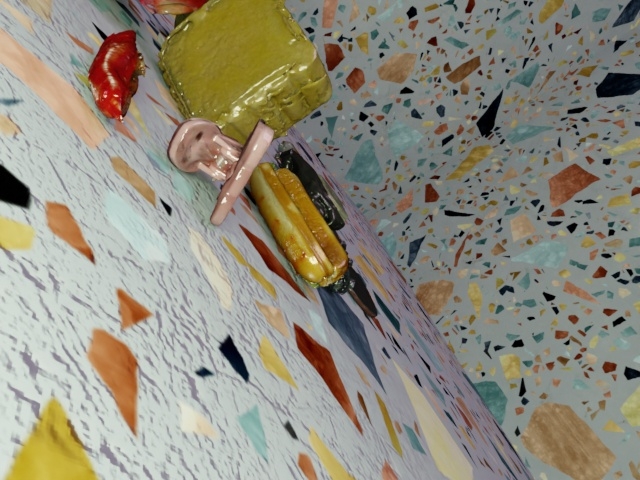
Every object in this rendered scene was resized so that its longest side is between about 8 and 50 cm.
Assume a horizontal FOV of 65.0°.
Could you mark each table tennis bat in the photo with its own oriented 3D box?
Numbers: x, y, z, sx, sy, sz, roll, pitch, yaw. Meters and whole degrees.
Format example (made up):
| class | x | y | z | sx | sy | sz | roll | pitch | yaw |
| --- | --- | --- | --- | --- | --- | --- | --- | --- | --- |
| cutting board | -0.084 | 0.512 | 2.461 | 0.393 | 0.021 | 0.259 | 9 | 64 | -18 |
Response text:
| class | x | y | z | sx | sy | sz | roll | pitch | yaw |
| --- | --- | --- | --- | --- | --- | --- | --- | --- | --- |
| table tennis bat | 0.058 | 0.056 | 1.151 | 0.173 | 0.022 | 0.301 | 47 | 12 | -36 |

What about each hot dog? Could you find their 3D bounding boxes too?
| class | x | y | z | sx | sy | sz | roll | pitch | yaw |
| --- | --- | --- | --- | --- | --- | --- | --- | --- | --- |
| hot dog | -0.045 | -0.029 | 0.774 | 0.104 | 0.076 | 0.250 | 10 | 37 | -50 |

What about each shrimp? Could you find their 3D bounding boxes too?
| class | x | y | z | sx | sy | sz | roll | pitch | yaw |
| --- | --- | --- | --- | --- | --- | --- | --- | --- | --- |
| shrimp | -0.099 | -0.237 | 1.419 | 0.161 | 0.049 | 0.166 | 59 | 17 | 22 |

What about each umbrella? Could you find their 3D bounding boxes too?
| class | x | y | z | sx | sy | sz | roll | pitch | yaw |
| --- | --- | --- | --- | --- | --- | --- | --- | --- | --- |
| umbrella | 0.002 | 0.001 | 0.925 | 0.224 | 0.071 | 0.080 | -125 | -159 | -43 |

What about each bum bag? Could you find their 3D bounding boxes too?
| class | x | y | z | sx | sy | sz | roll | pitch | yaw |
| --- | --- | --- | --- | --- | --- | --- | --- | --- | --- |
| bum bag | -0.031 | -0.122 | 1.211 | 0.142 | 0.080 | 0.326 | 57 | 2 | -36 |

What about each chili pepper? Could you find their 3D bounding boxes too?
| class | x | y | z | sx | sy | sz | roll | pitch | yaw |
| --- | --- | --- | --- | --- | --- | --- | --- | --- | --- |
| chili pepper | -0.211 | -0.176 | 0.524 | 0.050 | 0.059 | 0.268 | 9 | 32 | -19 |

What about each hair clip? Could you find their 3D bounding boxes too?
| class | x | y | z | sx | sy | sz | roll | pitch | yaw |
| --- | --- | --- | --- | --- | --- | --- | --- | --- | --- |
| hair clip | -0.095 | -0.082 | 0.578 | 0.102 | 0.123 | 0.138 | 36 | 6 | 18 |

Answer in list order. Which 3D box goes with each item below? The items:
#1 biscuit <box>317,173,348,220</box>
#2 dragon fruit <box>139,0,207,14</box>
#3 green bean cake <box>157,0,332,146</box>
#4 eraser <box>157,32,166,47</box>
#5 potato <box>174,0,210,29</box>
| class | x | y | z | sx | sy | sz | roll | pitch | yaw |
| --- | --- | --- | --- | --- | --- | --- | --- | --- | --- |
| biscuit | 0.034 | -0.139 | 1.709 | 0.150 | 0.052 | 0.252 | 52 | 9 | -19 |
| dragon fruit | -0.273 | -0.542 | 0.786 | 0.386 | 0.371 | 0.249 | 43 | -20 | -30 |
| green bean cake | -0.115 | -0.261 | 0.784 | 0.229 | 0.224 | 0.131 | 60 | 6 | 24 |
| eraser | -0.279 | -0.359 | 0.963 | 0.027 | 0.019 | 0.099 | 57 | 10 | 20 |
| potato | -0.206 | -0.434 | 1.144 | 0.210 | 0.173 | 0.307 | 51 | 11 | -1 |
